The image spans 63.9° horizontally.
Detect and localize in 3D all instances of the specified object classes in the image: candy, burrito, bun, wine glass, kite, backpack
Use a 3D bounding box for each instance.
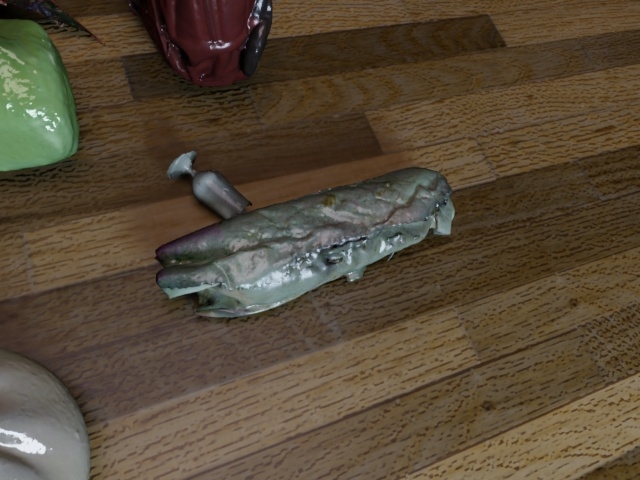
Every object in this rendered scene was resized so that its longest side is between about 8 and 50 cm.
[{"bbox_3d":[-0.393,-0.113,0.424,0.344,0.131,0.142,-10,26,-19],"label":"candy"},{"bbox_3d":[-0.001,-0.004,0.492,0.309,0.066,0.096,-19,66,-21],"label":"burrito"},{"bbox_3d":[-0.241,0.150,0.330,0.173,0.120,0.172,8,65,-17],"label":"bun"},{"bbox_3d":[-0.107,-0.049,0.502,0.083,0.042,0.039,42,93,5],"label":"wine glass"},{"bbox_3d":[-0.342,-0.268,0.530,0.232,0.009,0.189,12,38,-33],"label":"kite"},{"bbox_3d":[-0.127,-0.276,0.503,0.139,0.229,0.229,-13,70,-15],"label":"backpack"}]
